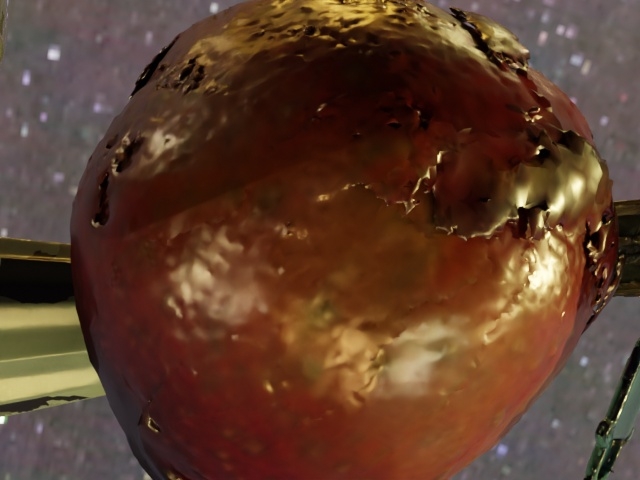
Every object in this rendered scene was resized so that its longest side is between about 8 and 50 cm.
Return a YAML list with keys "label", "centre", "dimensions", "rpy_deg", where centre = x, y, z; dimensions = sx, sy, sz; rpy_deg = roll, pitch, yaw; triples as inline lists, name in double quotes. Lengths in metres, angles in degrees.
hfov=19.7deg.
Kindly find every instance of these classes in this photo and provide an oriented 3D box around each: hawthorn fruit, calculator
- label: "hawthorn fruit"
  centre: [0.005, 0.012, 1.003]
  dimensions: [0.316, 0.316, 0.316]
  rpy_deg: [8, -136, -8]
- label: "calculator"
  centre: [0.256, 0.148, 1.564]
  dimensions: [0.019, 0.141, 0.094]
  rpy_deg: [22, -178, 23]

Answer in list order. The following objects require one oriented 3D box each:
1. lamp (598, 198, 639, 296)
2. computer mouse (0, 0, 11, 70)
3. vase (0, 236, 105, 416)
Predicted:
- label: "lamp"
  centre: [0.351, 0.000, 1.763]
  dimensions: [0.089, 0.090, 0.325]
  rpy_deg: [-4, 180, 29]
- label: "computer mouse"
  centre: [-0.178, -0.064, 0.831]
  dimensions: [0.057, 0.232, 0.120]
  rpy_deg: [20, -117, -11]
- label: "vase"
  centre: [-0.226, 0.061, 1.273]
  dimensions: [0.360, 0.165, 0.165]
  rpy_deg: [-3, -135, 5]
